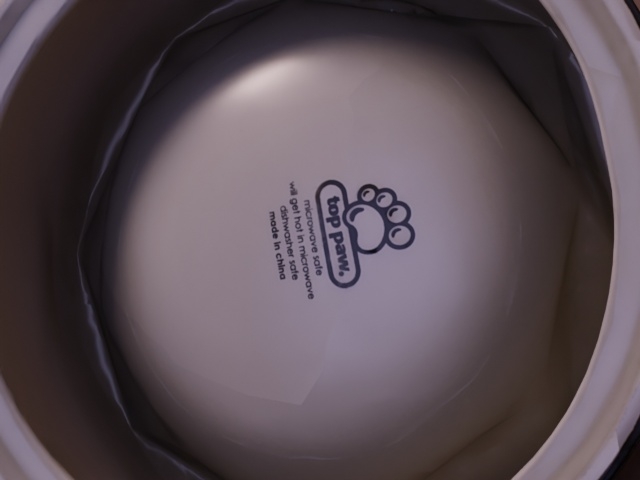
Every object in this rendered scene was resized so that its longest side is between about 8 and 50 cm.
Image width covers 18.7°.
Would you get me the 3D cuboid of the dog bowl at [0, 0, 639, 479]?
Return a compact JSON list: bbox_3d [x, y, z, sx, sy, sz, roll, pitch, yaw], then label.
[{"bbox_3d":[0.000,0.000,1.016,0.408,0.150,0.408,-2,83,18],"label":"dog bowl"}]
